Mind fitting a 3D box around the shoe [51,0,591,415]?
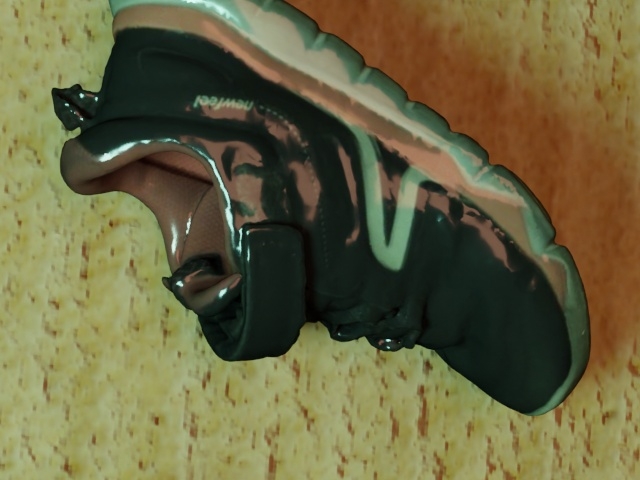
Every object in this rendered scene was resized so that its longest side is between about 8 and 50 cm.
[{"bbox_3d":[0.000,0.000,0.837,0.291,0.114,0.137,37,68,-12],"label":"shoe"}]
